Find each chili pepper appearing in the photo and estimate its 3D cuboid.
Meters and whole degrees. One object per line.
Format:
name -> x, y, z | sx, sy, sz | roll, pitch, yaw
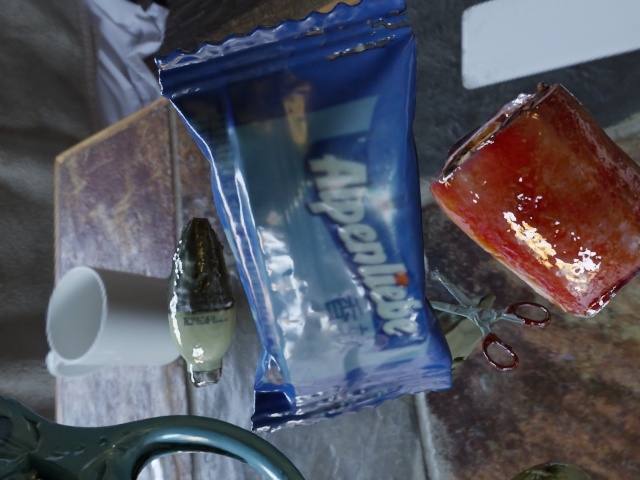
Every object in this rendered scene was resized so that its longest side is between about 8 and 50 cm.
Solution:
chili pepper -> 0.343, -0.066, 0.945 | 0.305, 0.229, 0.251 | 39, 114, -5

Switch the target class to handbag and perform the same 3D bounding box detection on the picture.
handbag -> 0.221, 0.234, 1.294 | 0.253, 0.316, 0.109 | -25, 68, -16

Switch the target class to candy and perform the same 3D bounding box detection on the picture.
candy -> 0.000, 0.000, 0.482 | 0.187, 0.077, 0.331 | -12, 115, 1

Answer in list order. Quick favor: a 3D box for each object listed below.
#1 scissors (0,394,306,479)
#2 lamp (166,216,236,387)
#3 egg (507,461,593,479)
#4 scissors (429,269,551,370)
scissors -> -0.176, 0.120, 0.362 | 0.393, 0.180, 0.032 | 24, 129, 27
lamp -> -0.174, 0.091, 0.920 | 0.101, 0.101, 0.250 | -3, 92, 33
egg -> 0.235, 0.354, 0.686 | 0.169, 0.169, 0.231 | 18, 81, 35
scissors -> 0.284, 0.132, 1.162 | 0.247, 0.017, 0.144 | 29, 68, 41
